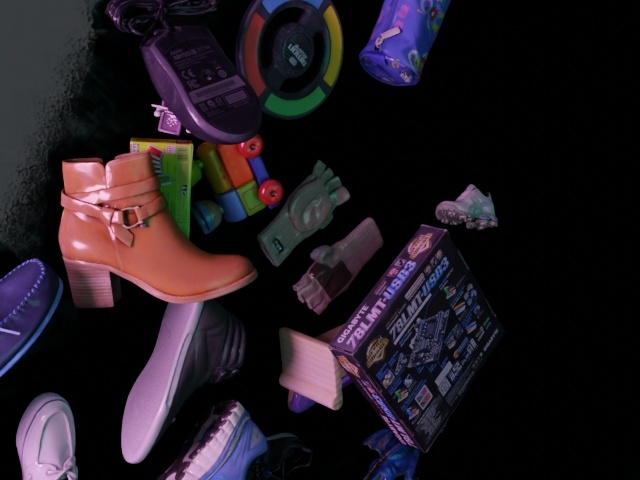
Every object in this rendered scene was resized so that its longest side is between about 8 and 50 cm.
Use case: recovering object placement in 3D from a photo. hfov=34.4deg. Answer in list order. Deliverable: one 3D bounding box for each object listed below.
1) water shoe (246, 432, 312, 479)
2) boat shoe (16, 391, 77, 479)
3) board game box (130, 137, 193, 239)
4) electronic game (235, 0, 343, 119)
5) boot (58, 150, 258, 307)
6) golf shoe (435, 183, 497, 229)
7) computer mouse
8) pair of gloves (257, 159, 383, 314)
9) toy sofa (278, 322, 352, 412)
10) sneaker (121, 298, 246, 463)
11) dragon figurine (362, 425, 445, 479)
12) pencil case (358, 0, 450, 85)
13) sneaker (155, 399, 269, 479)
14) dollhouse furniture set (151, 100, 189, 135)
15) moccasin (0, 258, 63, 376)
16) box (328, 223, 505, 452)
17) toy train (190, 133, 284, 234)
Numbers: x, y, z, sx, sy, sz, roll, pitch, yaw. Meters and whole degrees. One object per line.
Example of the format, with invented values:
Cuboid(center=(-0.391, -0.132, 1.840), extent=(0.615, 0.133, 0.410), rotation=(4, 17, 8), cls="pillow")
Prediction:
Cuboid(center=(-0.102, 0.395, 1.841), extent=(0.203, 0.080, 0.073), rotation=(-17, 113, -40), cls="water shoe")
Cuboid(center=(-0.396, 0.357, 1.540), extent=(0.095, 0.084, 0.258), rotation=(-9, 109, -42), cls="boat shoe")
Cuboid(center=(-0.242, -0.061, 1.562), extent=(0.092, 0.043, 0.181), rotation=(2, 103, -9), cls="board game box")
Cuboid(center=(-0.047, -0.313, 1.702), extent=(0.229, 0.048, 0.229), rotation=(-16, 113, -41), cls="electronic game")
Cuboid(center=(-0.238, -0.023, 1.507), extent=(0.283, 0.109, 0.220), rotation=(-3, 100, -1), cls="boot")
Cuboid(center=(0.293, -0.074, 2.110), extent=(0.176, 0.069, 0.086), rotation=(10, 75, -48), cls="golf shoe")
Cuboid(center=(-0.183, -0.244, 1.510), extent=(0.188, 0.072, 0.272), rotation=(-21, 75, -36), cls="computer mouse")
Cuboid(center=(0.000, 0.000, 1.849), extent=(0.204, 0.042, 0.240), rotation=(-51, 130, -16), cls="pair of gloves")
Cuboid(center=(0.102, 0.207, 1.934), extent=(0.362, 0.150, 0.177), rotation=(-20, 114, -39), cls="toy sofa")
Cuboid(center=(-0.210, 0.230, 1.667), extent=(0.147, 0.104, 0.296), rotation=(29, 77, -40), cls="sneaker")
Cuboid(center=(0.140, 0.434, 2.084), extent=(0.289, 0.085, 0.144), rotation=(-15, 113, -41), cls="dragon figurine")
Cuboid(center=(0.166, -0.423, 1.824), extent=(0.133, 0.119, 0.306), rotation=(32, 78, -61), cls="pencil case")
Cuboid(center=(-0.196, 0.432, 1.704), extent=(0.147, 0.129, 0.330), rotation=(45, 69, -19), cls="sneaker")
Cuboid(center=(-0.190, -0.197, 1.533), extent=(0.081, 0.114, 0.091), rotation=(-13, 117, -81), cls="dollhouse furniture set")
Cuboid(center=(-0.485, 0.143, 1.355), extent=(0.342, 0.137, 0.117), rotation=(-50, 127, -23), cls="moccasin")
Cuboid(center=(0.182, 0.176, 1.847), extent=(0.295, 0.073, 0.293), rotation=(-52, 127, -22), cls="box")
Cuboid(center=(-0.168, -0.138, 1.617), extent=(0.143, 0.105, 0.248), rotation=(-31, 119, -14), cls="toy train")
